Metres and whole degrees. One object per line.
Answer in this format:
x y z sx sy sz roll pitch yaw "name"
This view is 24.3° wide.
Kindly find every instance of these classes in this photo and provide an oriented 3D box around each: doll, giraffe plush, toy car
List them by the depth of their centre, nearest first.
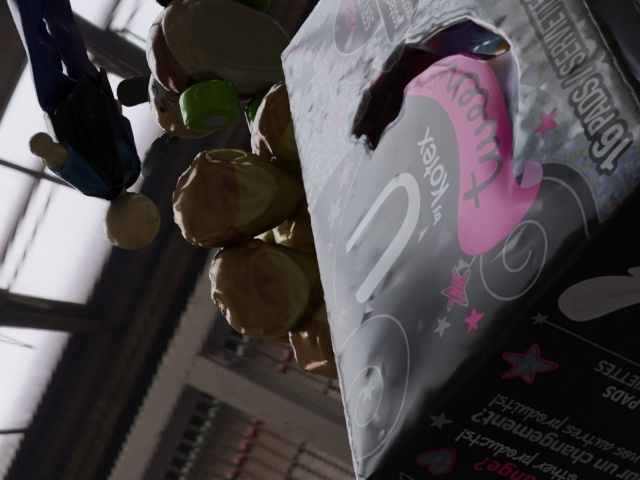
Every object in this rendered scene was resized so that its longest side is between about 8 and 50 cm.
-0.151 -0.080 0.932 0.046 0.129 0.189 -15 -74 18 "doll"
0.000 0.000 0.941 0.210 0.170 0.181 -27 -94 -27 "giraffe plush"
-0.128 -0.143 1.371 0.188 0.149 0.155 -31 -114 39 "toy car"

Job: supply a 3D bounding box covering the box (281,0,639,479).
0.093 -0.020 0.516 0.163 0.247 0.142 24 -60 -24 "box"
